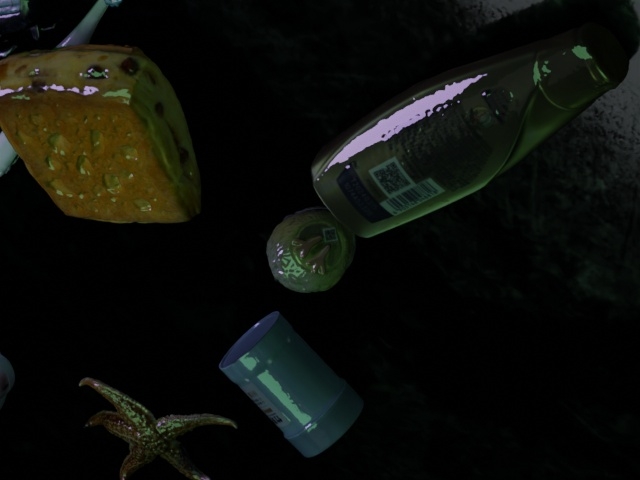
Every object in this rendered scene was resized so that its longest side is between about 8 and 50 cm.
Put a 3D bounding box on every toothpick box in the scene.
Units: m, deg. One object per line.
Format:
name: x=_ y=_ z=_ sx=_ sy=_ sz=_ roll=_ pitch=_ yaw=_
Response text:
toothpick box: x=-0.034 y=0.173 z=1.761 sx=0.153 sy=0.101 sz=0.101 roll=47 pitch=130 yaw=-9

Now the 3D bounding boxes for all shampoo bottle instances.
shampoo bottle: x=0.147 y=-0.114 z=1.475 sx=0.350 sy=0.084 sz=0.125 roll=-29 pitch=110 yaw=38

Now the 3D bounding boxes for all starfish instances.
starfish: x=-0.222 y=0.254 z=1.943 sx=0.238 sy=0.057 sz=0.213 roll=-13 pitch=124 yaw=34

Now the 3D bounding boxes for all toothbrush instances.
toothbrush: x=-0.302 y=-0.191 z=1.677 sx=0.042 sy=0.040 sz=0.418 roll=29 pitch=137 yaw=-17

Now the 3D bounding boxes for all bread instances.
bread: x=-0.240 y=-0.120 z=1.631 sx=0.210 sy=0.099 sz=0.235 roll=2 pitch=140 yaw=23

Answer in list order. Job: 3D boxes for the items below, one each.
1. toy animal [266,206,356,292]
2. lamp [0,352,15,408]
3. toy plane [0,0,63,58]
toy animal: x=0.000 y=0.000 z=1.643 sx=0.098 sy=0.137 sz=0.098 roll=46 pitch=170 yaw=11
lamp: x=-0.558 y=0.151 z=1.917 sx=0.301 sy=0.247 sz=0.247 roll=47 pitch=128 yaw=-1
toy plane: x=-0.419 y=-0.285 z=1.624 sx=0.381 sy=0.106 sz=0.155 roll=0 pitch=114 yaw=28
